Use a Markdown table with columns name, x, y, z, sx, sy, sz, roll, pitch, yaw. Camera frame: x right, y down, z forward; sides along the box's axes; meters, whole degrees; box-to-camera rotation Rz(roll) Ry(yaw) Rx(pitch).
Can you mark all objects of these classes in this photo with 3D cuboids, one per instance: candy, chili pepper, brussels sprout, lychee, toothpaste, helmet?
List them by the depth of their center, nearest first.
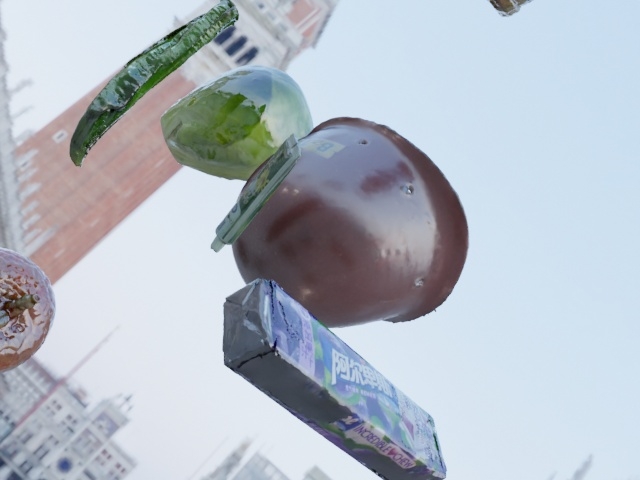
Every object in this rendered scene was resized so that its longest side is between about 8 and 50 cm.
| name | x | y | z | sx | sy | sz | roll | pitch | yaw |
| --- | --- | --- | --- | --- | --- | --- | --- | --- | --- |
| candy | 0.024 | 0.151 | 0.823 | 0.061 | 0.088 | 0.312 | -29 | -48 | 22 |
| toothpaste | -0.089 | -0.056 | 1.131 | 0.031 | 0.204 | 0.049 | 22 | 32 | -33 |
| helmet | 0.000 | 0.000 | 1.276 | 0.385 | 0.230 | 0.337 | 14 | -64 | 48 |
| chili pepper | -0.274 | -0.260 | 1.352 | 0.076 | 0.359 | 0.085 | 50 | -10 | -22 |
| brussels sprout | -0.150 | -0.211 | 1.571 | 0.219 | 0.271 | 0.210 | -103 | 180 | -48 |
| lychee | -0.620 | 0.137 | 1.586 | 0.300 | 0.255 | 0.255 | 9 | -42 | 38 |

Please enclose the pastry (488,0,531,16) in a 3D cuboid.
| name | x | y | z | sx | sy | sz | roll | pitch | yaw |
| --- | --- | --- | --- | --- | --- | --- | --- | --- | --- |
| pastry | 0.225 | -0.371 | 1.030 | 0.103 | 0.188 | 0.188 | -26 | -67 | 24 |
